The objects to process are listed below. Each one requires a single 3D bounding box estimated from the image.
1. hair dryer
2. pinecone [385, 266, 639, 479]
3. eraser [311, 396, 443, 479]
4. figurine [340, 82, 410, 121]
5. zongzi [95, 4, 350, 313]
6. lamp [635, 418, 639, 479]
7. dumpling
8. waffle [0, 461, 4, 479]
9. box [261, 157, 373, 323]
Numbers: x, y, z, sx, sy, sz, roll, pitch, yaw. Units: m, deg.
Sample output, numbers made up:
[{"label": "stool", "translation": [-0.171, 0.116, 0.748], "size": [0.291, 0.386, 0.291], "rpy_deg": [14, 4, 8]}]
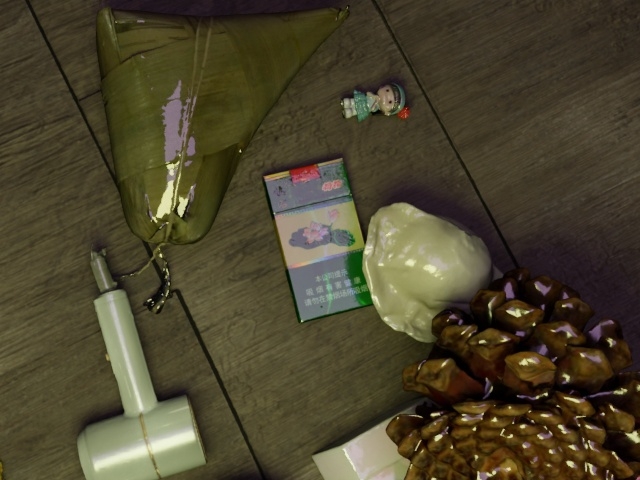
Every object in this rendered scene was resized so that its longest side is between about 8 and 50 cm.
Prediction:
[{"label": "hair dryer", "translation": [-0.294, 0.178, 1.534], "size": [0.173, 0.107, 0.357], "rpy_deg": [-16, 86, -9]}, {"label": "pinecone", "translation": [0.284, 0.212, 1.455], "size": [0.384, 0.384, 0.385], "rpy_deg": [1, 84, -7]}, {"label": "eraser", "translation": [0.172, 0.451, 1.573], "size": [0.213, 0.082, 0.397], "rpy_deg": [-28, 88, -11]}, {"label": "figurine", "translation": [0.086, -0.213, 1.655], "size": [0.106, 0.047, 0.060], "rpy_deg": [-11, 76, -6]}, {"label": "zongzi", "translation": [-0.131, -0.131, 1.559], "size": [0.418, 0.181, 0.447], "rpy_deg": [-8, 87, -8]}, {"label": "lamp", "translation": [0.445, 0.352, 1.578], "size": [0.187, 0.164, 0.188], "rpy_deg": [0, 87, -9]}, {"label": "dumpling", "translation": [0.162, 0.055, 1.584], "size": [0.258, 0.147, 0.193], "rpy_deg": [42, 79, -18]}, {"label": "waffle", "translation": [-0.565, 0.336, 1.509], "size": [0.253, 0.056, 0.249], "rpy_deg": [26, 82, -2]}, {"label": "box", "translation": [0.000, 0.000, 1.626], "size": [0.132, 0.034, 0.235], "rpy_deg": [-13, 85, -8]}]
